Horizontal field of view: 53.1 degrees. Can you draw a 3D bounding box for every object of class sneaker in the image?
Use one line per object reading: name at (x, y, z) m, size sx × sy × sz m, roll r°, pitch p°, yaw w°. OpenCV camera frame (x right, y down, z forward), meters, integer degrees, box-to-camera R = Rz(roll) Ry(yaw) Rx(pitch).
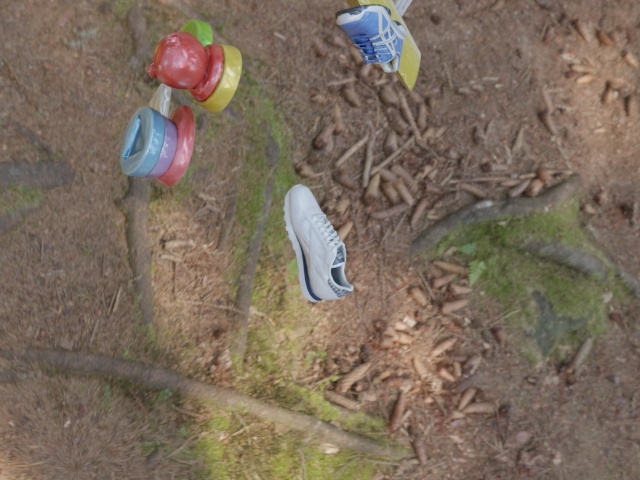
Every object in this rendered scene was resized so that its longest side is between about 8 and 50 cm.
sneaker at (0.097, -0.357, 1.130) m, size 0.211 × 0.080 × 0.081 m, roll 0°, pitch 90°, yaw -57°
sneaker at (0.000, 0.000, 1.238) m, size 0.090 × 0.095 × 0.235 m, roll -17°, pitch 90°, yaw -49°

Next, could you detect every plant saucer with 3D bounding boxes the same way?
plant saucer at (0.145, -0.595, 1.675) m, size 0.333 × 0.081 × 0.332 m, roll 49°, pitch 13°, yaw -38°

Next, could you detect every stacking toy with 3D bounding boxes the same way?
stacking toy at (-0.296, -0.278, 1.179) m, size 0.130 × 0.309 × 0.279 m, roll 15°, pitch 33°, yaw -37°

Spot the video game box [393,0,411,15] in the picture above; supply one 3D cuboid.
video game box at (0.257, -0.784, 1.830) m, size 0.048 × 0.187 × 0.205 m, roll 12°, pitch 63°, yaw -14°
